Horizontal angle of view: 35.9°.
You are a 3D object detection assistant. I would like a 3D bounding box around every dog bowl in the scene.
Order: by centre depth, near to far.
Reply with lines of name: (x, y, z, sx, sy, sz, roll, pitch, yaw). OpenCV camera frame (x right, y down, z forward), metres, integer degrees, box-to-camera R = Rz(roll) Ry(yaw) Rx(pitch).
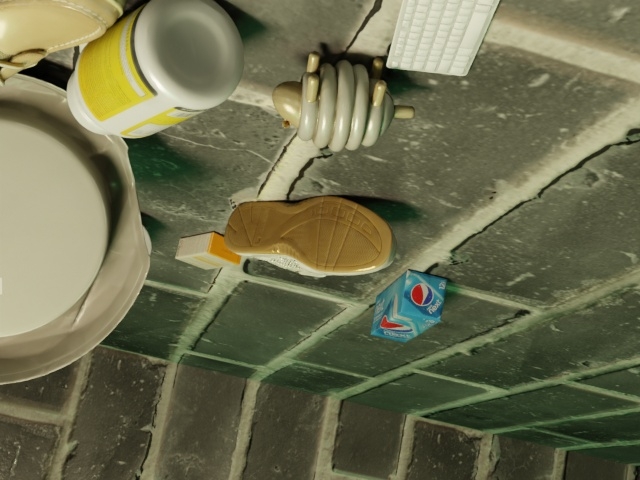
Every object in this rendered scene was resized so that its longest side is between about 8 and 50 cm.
dog bowl: (-0.362, -0.020, 1.084, 0.349, 0.349, 0.102, 18, -168, -21)

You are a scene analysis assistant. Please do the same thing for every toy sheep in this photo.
toy sheep: (0.022, -0.123, 0.896, 0.132, 0.091, 0.091, 7, 164, -5)

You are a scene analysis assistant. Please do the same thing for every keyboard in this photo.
keyboard: (0.100, -0.187, 0.751, 0.072, 0.014, 0.256, 11, 164, 0)

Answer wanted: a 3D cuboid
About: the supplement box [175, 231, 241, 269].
supplement box: (-0.175, 0.017, 1.560, 0.062, 0.036, 0.098, 24, 159, -36)

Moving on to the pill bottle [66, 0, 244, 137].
pill bottle: (-0.157, -0.149, 0.887, 0.103, 0.103, 0.184, 23, 160, -33)

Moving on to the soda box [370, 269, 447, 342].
soda box: (0.139, 0.109, 1.597, 0.067, 0.071, 0.210, 13, 163, -6)

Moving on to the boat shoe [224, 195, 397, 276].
boat shoe: (0.000, 0.000, 1.301, 0.277, 0.098, 0.096, 9, 166, 41)

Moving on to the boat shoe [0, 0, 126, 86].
boat shoe: (-0.298, -0.181, 0.883, 0.302, 0.098, 0.109, 0, 160, 33)

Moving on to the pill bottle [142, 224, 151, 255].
pill bottle: (-0.353, 0.022, 1.543, 0.124, 0.124, 0.221, 23, 160, -33)
